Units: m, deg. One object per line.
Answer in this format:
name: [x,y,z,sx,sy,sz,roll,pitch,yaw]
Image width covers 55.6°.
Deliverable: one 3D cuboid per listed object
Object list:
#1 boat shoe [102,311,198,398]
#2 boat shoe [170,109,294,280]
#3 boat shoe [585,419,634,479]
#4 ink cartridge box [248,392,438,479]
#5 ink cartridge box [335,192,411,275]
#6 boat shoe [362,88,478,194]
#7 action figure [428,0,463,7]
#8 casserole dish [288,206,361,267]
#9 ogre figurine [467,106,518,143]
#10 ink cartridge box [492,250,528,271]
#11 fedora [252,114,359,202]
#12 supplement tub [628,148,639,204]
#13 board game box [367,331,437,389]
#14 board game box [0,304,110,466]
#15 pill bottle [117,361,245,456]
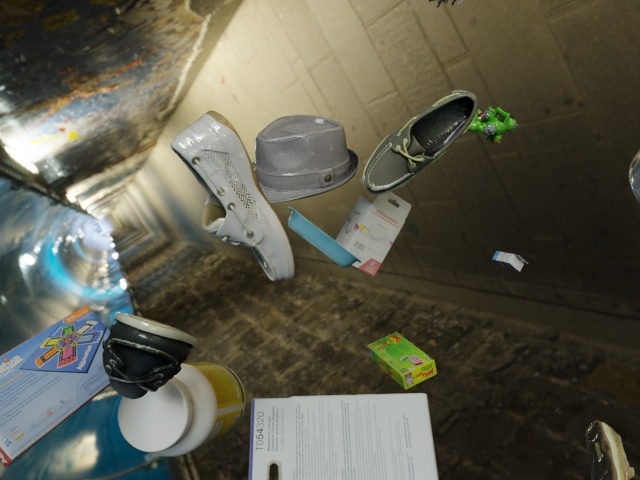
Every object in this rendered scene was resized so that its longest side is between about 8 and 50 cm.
boat shoe: [-0.274,0.184,0.926,0.127,0.113,0.340,24,161,-16]
boat shoe: [-0.125,-0.041,0.854,0.098,0.096,0.277,27,148,54]
boat shoe: [0.541,0.419,1.108,0.072,0.190,0.068,25,131,-3]
ink cartridge box: [0.041,0.434,1.059,0.071,0.330,0.324,88,-179,-56]
ink cartridge box: [0.123,-0.028,1.472,0.115,0.198,0.067,28,-178,-34]
boat shoe: [0.210,-0.211,1.304,0.109,0.305,0.091,49,-170,-2]
action figure: [0.247,-0.563,1.123,0.185,0.099,0.284,136,135,-70]
casserole dish: [0.000,0.000,1.245,0.188,0.037,0.114,38,179,-3]
ogre figurine: [0.474,-0.336,1.723,0.118,0.197,0.096,33,108,38]
ink cartridge box: [0.507,0.056,1.621,0.048,0.028,0.083,34,171,-26]
fedora: [-0.048,-0.195,1.315,0.243,0.276,0.124,-129,29,-53]
supplement tub: [0.636,-0.167,0.899,0.207,0.207,0.338,49,155,23]
board game box: [0.202,0.300,1.529,0.181,0.092,0.043,32,140,62]
board game box: [-0.446,0.226,1.003,0.027,0.281,0.145,-40,90,32]
pill bottle: [-0.292,0.356,1.303,0.188,0.188,0.334,52,180,14]
